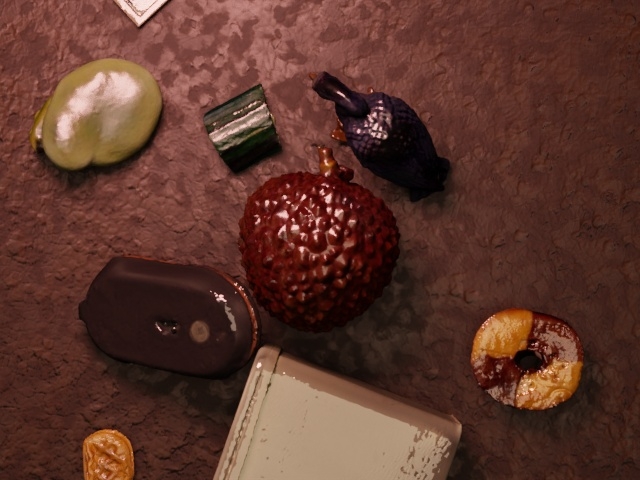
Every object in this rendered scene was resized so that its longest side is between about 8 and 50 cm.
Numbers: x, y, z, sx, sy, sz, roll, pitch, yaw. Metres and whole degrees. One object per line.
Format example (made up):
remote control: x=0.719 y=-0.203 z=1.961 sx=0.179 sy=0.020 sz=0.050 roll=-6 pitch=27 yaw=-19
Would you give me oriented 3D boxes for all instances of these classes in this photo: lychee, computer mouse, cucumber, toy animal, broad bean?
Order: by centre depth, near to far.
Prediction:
lychee: x=0.000 y=0.000 z=1.735 sx=0.264 sy=0.264 sz=0.300 roll=6 pitch=101 yaw=1
toy animal: x=0.097 y=-0.169 z=1.778 sx=0.298 sy=0.185 sz=0.122 roll=44 pitch=85 yaw=-17
computer mouse: x=-0.235 y=0.124 z=1.799 sx=0.323 sy=0.116 sz=0.183 roll=9 pitch=100 yaw=23
broad bean: x=-0.370 y=-0.204 z=1.833 sx=0.228 sy=0.100 sz=0.169 roll=-22 pitch=97 yaw=-12
cucumber: x=-0.125 y=-0.186 z=1.842 sx=0.115 sy=0.062 sz=0.116 roll=-27 pitch=87 yaw=4

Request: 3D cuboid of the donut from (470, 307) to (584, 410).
donut: x=0.333 y=0.193 z=1.821 sx=0.184 sy=0.073 sz=0.166 roll=0 pitch=88 yaw=0

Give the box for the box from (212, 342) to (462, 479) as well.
box: x=0.008 y=0.384 z=1.778 sx=0.343 sy=0.177 sz=0.352 roll=19 pitch=89 yaw=-2

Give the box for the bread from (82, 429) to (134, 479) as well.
bread: x=-0.350 y=0.368 z=1.845 sx=0.083 sy=0.044 sz=0.111 roll=-5 pitch=91 yaw=-3

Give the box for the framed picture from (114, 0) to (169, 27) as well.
framed picture: x=-0.323 y=-0.526 z=1.870 sx=0.209 sy=0.019 sz=0.281 roll=-44 pitch=89 yaw=0
